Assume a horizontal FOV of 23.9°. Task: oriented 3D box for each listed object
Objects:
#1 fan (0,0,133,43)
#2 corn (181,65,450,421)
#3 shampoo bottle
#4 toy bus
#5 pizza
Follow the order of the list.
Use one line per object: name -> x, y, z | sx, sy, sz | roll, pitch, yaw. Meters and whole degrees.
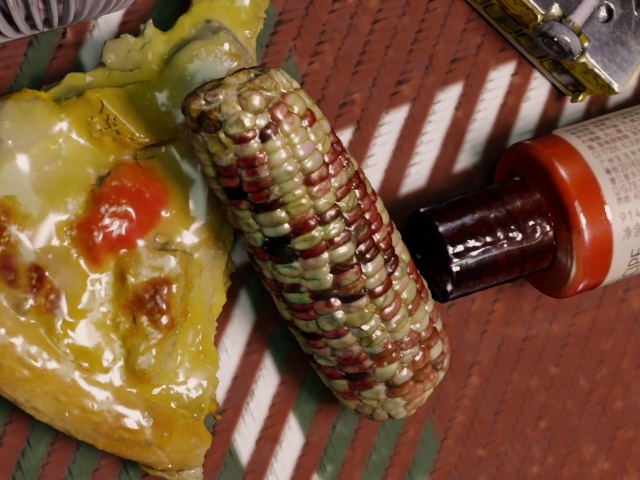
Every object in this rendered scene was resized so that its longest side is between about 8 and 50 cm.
fan -> -0.116, -0.166, 0.850 | 0.244, 0.130, 0.074 | -22, 101, -34
corn -> 0.000, 0.000, 0.867 | 0.086, 0.086, 0.253 | -42, 124, -17
shampoo bottle -> 0.185, -0.028, 0.961 | 0.278, 0.104, 0.104 | -17, 95, -20
toy bus -> 0.118, -0.185, 0.956 | 0.226, 0.074, 0.081 | 39, 75, -15
pizza -> -0.118, -0.041, 0.863 | 0.280, 0.075, 0.287 | 33, 78, -18
